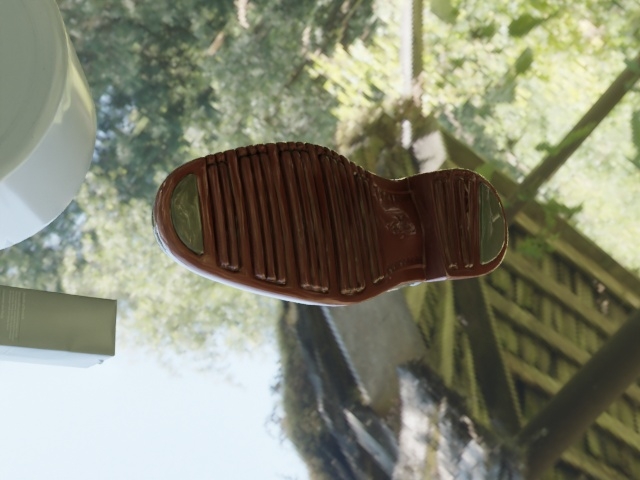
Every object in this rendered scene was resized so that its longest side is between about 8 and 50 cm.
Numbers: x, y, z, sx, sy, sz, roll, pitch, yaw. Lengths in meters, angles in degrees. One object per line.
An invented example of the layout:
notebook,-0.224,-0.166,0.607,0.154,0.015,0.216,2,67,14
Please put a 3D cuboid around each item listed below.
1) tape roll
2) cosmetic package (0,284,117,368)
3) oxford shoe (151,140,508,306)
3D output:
tape roll,-0.321,-0.120,0.818,0.246,0.246,0.169,40,167,4
cosmetic package,-0.449,0.136,1.523,0.238,0.127,0.107,8,-110,-36
oxford shoe,0.000,0.000,0.791,0.348,0.130,0.123,5,-103,-41
